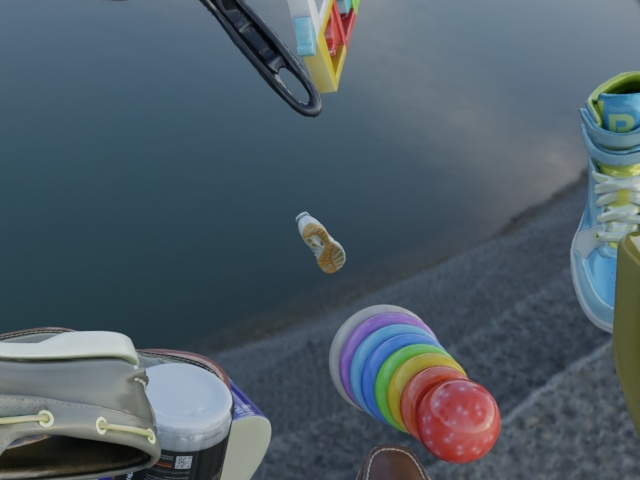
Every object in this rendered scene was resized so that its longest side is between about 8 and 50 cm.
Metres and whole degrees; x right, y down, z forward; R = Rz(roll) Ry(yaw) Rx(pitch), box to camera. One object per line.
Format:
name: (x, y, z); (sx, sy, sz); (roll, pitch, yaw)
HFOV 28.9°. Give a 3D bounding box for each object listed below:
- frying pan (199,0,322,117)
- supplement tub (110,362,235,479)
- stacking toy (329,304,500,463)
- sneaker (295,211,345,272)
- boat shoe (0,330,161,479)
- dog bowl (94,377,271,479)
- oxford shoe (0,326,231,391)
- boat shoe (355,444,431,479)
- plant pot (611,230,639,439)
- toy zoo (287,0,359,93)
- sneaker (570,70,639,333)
frying pan: (-0.139, -0.224, 0.954); (0.197, 0.326, 0.053); (-18, -5, 6)
supplement tub: (-0.160, 0.235, 1.311); (0.117, 0.190, 0.117); (10, 29, -6)
stacking toy: (0.112, 0.170, 1.425); (0.141, 0.141, 0.330); (5, 6, -14)
sneaker: (0.000, 0.000, 1.311); (0.032, 0.083, 0.037); (-32, 46, -2)
boat shoe: (-0.227, 0.122, 0.787); (0.305, 0.109, 0.091); (-2, 57, -49)
dog bowl: (-0.196, 0.306, 1.706); (0.104, 0.265, 0.265); (41, 37, 25)
oxford shoe: (-0.281, 0.167, 1.418); (0.348, 0.123, 0.130); (0, 3, 2)
boat shoe: (0.098, 0.345, 1.286); (0.123, 0.116, 0.324); (-3, 48, -8)
plant pot: (0.373, 0.083, 1.124); (0.212, 0.212, 0.187); (-12, 30, -12)
toy zoo: (0.002, -0.329, 1.630); (0.030, 0.192, 0.293); (-3, 43, 17)
sneaker: (0.362, -0.062, 1.504); (0.127, 0.208, 0.319); (0, 61, 17)
